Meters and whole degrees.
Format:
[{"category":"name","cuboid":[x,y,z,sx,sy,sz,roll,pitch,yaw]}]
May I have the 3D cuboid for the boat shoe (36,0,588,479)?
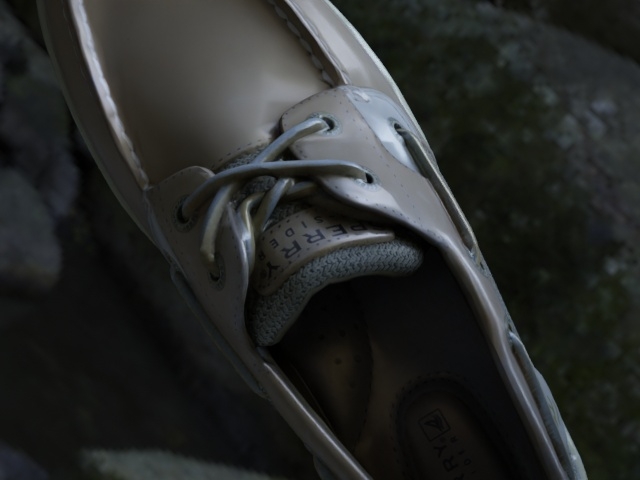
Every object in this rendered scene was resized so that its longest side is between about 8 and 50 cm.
[{"category":"boat shoe","cuboid":[0.000,0.000,0.604,0.302,0.109,0.098,59,-2,4]}]
